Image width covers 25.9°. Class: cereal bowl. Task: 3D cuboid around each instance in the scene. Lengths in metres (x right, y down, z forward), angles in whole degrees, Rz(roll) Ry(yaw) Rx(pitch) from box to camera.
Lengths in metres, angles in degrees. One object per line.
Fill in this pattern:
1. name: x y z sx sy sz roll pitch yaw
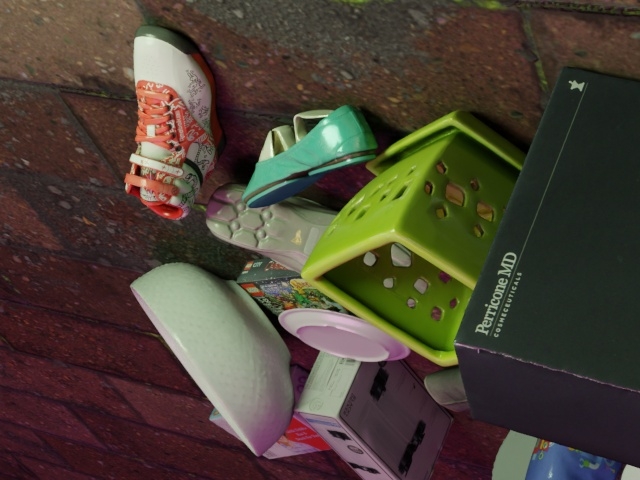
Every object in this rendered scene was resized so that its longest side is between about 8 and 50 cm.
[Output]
1. cereal bowl: -0.147 0.167 2.197 0.339 0.141 0.339 51 169 14

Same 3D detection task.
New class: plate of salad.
1. plate of salad: 0.037 0.130 2.037 0.200 0.048 0.200 14 160 5

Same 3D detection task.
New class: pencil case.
1. pencil case: 0.355 0.298 1.900 0.133 0.306 0.119 24 165 -12

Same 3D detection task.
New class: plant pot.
1. plant pot: 0.149 -0.008 1.600 0.228 0.207 0.227 34 152 -17

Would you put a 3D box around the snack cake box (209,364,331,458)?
1. snack cake box: -0.070 0.315 2.533 0.152 0.089 0.264 37 151 -20

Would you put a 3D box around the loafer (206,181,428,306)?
1. loafer: 0.000 0.000 1.886 0.319 0.112 0.111 25 -170 -1

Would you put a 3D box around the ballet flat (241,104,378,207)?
1. ballet flat: -0.020 -0.110 1.714 0.083 0.087 0.247 -11 173 -39

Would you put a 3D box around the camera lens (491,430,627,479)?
1. camera lens: 0.419 0.393 2.096 0.274 0.219 0.219 41 150 -29

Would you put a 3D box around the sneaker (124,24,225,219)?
1. sneaker: -0.194 -0.135 1.734 0.090 0.145 0.270 16 153 18

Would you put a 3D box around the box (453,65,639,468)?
1. box: 0.339 0.036 1.362 0.313 0.343 0.179 15 153 20

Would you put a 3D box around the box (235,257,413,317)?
1. box: 0.004 0.082 2.081 0.233 0.044 0.159 -8 139 49

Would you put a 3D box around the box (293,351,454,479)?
1. box: 0.092 0.282 2.238 0.087 0.169 0.290 2 147 39

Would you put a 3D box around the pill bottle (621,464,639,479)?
1. pill bottle: 0.521 0.342 1.917 0.229 0.131 0.131 10 170 -43

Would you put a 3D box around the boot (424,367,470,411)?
1. boot: 0.231 0.200 2.089 0.190 0.076 0.208 41 157 -26
